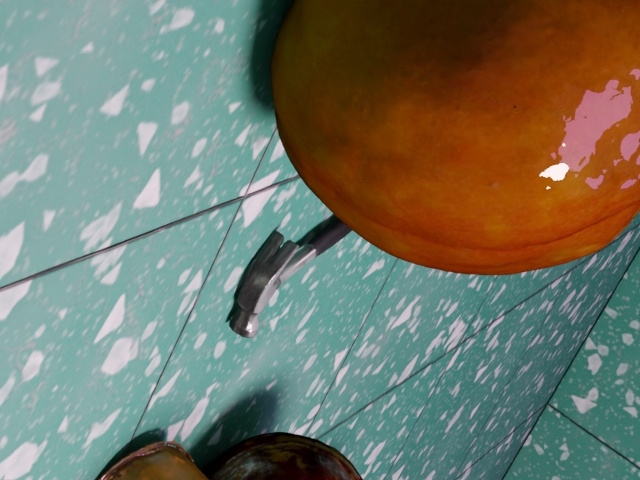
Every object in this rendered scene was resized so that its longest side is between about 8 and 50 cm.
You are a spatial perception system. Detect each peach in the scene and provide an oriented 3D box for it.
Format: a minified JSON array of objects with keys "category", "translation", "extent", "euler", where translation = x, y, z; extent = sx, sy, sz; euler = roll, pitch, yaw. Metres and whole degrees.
[{"category":"peach","translation":[0.141,-0.132,1.310],"extent":[0.343,0.301,0.343],"euler":[-47,162,-21]}]

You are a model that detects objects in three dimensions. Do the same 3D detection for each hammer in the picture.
[{"category":"hammer","translation":[0.000,0.000,1.643],"extent":[0.246,0.029,0.103],"euler":[-38,157,-47]}]

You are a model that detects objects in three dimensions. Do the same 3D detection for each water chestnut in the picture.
[{"category":"water chestnut","translation":[-0.059,0.341,1.777],"extent":[0.289,0.244,0.289],"euler":[0,90,-65]}]

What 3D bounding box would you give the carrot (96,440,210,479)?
[{"category":"carrot","translation":[-0.111,0.333,1.558],"extent":[0.196,0.254,0.196],"euler":[-39,155,-22]}]
